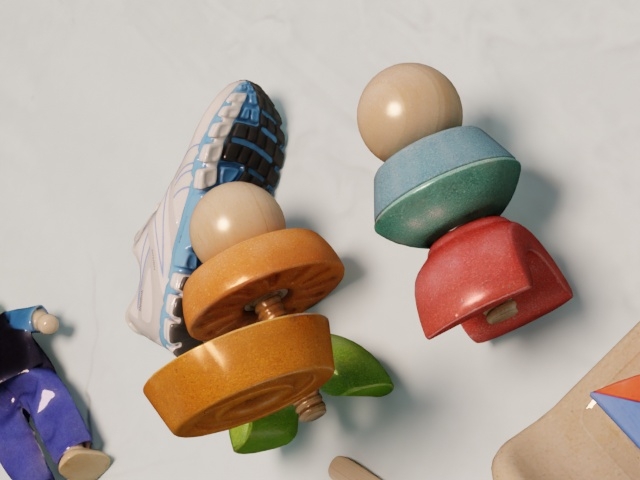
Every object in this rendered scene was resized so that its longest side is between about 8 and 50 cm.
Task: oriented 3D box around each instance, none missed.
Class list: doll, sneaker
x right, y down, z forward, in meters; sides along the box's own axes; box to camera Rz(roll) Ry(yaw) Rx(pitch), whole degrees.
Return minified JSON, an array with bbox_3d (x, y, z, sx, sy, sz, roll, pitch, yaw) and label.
[{"bbox_3d":[-0.222,0.108,0.955,0.129,0.046,0.189,-46,54,12],"label":"doll"},{"bbox_3d":[-0.087,-0.019,0.895,0.083,0.071,0.190,11,80,43],"label":"sneaker"}]

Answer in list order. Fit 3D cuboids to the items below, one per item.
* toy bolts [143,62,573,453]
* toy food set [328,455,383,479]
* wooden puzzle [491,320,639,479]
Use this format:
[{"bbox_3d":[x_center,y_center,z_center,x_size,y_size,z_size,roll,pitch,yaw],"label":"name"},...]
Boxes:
[{"bbox_3d":[0.000,0.000,0.742,0.228,0.218,0.158,-28,73,16],"label":"toy bolts"},{"bbox_3d":[0.001,0.223,0.761,0.132,0.038,0.192,24,88,38],"label":"toy food set"},{"bbox_3d":[0.259,0.059,0.465,0.348,0.080,0.322,-43,45,4],"label":"wooden puzzle"}]
